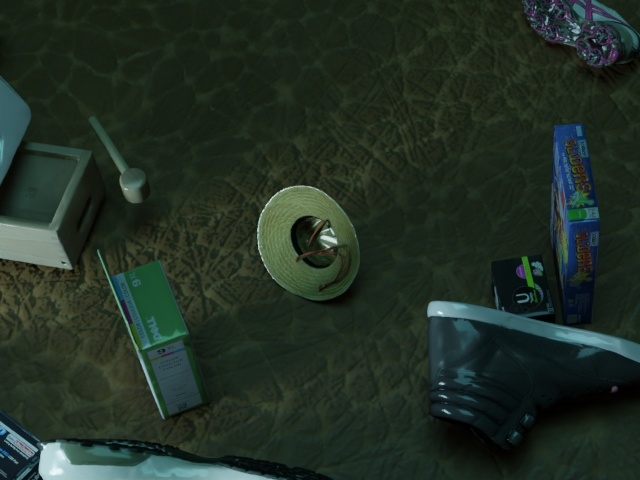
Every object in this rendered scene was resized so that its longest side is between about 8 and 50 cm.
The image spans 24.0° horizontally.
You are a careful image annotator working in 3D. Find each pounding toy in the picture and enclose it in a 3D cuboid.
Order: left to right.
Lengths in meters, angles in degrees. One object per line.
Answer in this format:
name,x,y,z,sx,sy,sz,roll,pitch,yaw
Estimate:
pounding toy,-0.305,-0.059,1.863,0.206,0.094,0.181,9,57,13

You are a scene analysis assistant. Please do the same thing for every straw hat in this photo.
straw hat,0.000,0.000,1.797,0.144,0.144,0.061,28,24,25

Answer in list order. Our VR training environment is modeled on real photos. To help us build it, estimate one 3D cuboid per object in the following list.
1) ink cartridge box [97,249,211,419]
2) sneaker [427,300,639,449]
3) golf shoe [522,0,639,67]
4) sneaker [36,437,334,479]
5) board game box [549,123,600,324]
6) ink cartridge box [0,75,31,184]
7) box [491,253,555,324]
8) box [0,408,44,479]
ink cartridge box,-0.181,0.097,1.663,0.062,0.209,0.109,-21,55,-7
sneaker,0.248,0.165,1.637,0.296,0.104,0.146,12,82,-5
golf shoe,0.343,-0.285,1.969,0.086,0.067,0.186,-14,45,-39
sneaker,-0.108,0.318,1.571,0.410,0.158,0.182,8,87,11
board game box,0.284,-0.015,1.688,0.035,0.201,0.136,-5,55,4
ink cartridge box,-0.520,-0.100,1.845,0.283,0.117,0.207,-10,48,33
box,0.233,0.066,1.728,0.062,0.052,0.083,-9,55,1
box,-0.430,0.248,1.684,0.220,0.051,0.175,31,64,26
